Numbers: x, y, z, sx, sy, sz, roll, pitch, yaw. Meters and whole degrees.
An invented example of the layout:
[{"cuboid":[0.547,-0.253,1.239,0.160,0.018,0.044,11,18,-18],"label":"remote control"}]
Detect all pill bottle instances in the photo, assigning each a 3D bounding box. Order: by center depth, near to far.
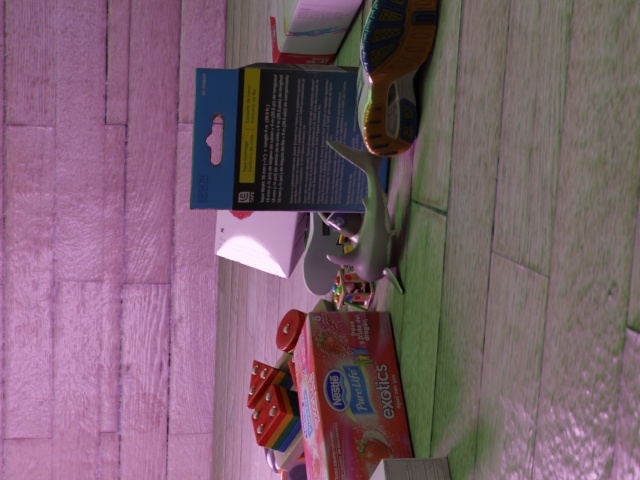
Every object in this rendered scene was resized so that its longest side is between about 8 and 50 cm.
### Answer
[{"cuboid":[-0.060,0.410,2.199,0.245,0.130,0.130,-110,24,-58],"label":"pill bottle"}]

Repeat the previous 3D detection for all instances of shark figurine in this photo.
[{"cuboid":[0.062,-0.013,1.681,0.166,0.116,0.278,-113,15,-51],"label":"shark figurine"}]

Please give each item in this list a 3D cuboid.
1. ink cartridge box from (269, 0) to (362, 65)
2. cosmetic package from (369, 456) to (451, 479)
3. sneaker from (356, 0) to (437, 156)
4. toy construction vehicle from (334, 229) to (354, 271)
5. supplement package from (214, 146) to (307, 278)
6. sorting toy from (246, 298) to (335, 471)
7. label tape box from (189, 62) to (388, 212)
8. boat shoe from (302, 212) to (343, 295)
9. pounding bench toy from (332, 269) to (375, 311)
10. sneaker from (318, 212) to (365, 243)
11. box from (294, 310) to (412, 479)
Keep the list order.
[{"cuboid":[-0.013,-0.503,2.045,0.306,0.131,0.226,133,137,-69],"label":"ink cartridge box"},{"cuboid":[0.112,0.391,1.541,0.239,0.099,0.060,110,160,-53],"label":"cosmetic package"},{"cuboid":[0.098,-0.281,1.600,0.131,0.112,0.296,-109,24,-56],"label":"sneaker"},{"cuboid":[0.047,-0.004,1.970,0.086,0.035,0.098,-109,23,-54],"label":"toy construction vehicle"},{"cuboid":[-0.102,-0.101,2.156,0.175,0.178,0.293,-61,-15,-46],"label":"supplement package"},{"cuboid":[-0.057,0.271,2.068,0.257,0.089,0.255,-57,26,20],"label":"sorting toy"},{"cuboid":[-0.053,-0.174,1.750,0.106,0.334,0.240,-126,39,-69],"label":"label tape box"},{"cuboid":[0.000,0.000,2.086,0.076,0.080,0.228,124,146,-78],"label":"boat shoe"},{"cuboid":[0.058,0.099,1.850,0.052,0.065,0.083,106,160,-48],"label":"pounding bench toy"},{"cuboid":[0.028,-0.073,1.908,0.064,0.086,0.192,-51,31,20],"label":"sneaker"},{"cuboid":[0.049,0.279,1.713,0.154,0.142,0.300,109,157,-56],"label":"box"}]
